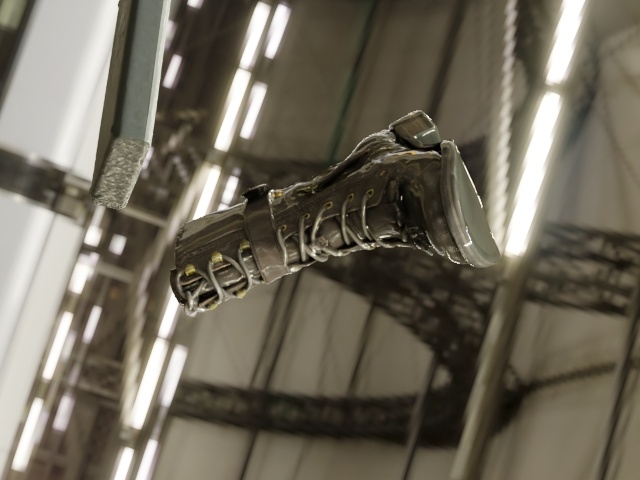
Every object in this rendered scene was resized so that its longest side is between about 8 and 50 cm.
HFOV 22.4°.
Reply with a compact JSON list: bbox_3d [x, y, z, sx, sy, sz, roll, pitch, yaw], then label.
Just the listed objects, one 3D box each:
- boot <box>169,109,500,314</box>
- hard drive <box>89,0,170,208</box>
[{"bbox_3d":[0.000,0.000,1.183,0.229,0.091,0.263,-24,-163,0],"label":"boot"},{"bbox_3d":[-0.102,-0.096,0.883,0.094,0.022,0.135,127,-29,-64],"label":"hard drive"}]
